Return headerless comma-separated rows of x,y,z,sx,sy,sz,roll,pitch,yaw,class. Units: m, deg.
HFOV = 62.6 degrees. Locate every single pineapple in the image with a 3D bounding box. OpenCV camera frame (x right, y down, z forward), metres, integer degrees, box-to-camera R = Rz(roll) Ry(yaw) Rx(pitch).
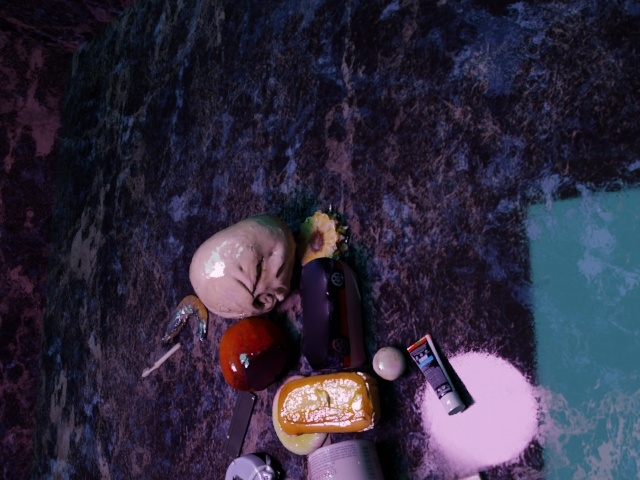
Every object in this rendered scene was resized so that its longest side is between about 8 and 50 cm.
0.000,0.000,1.560,0.221,0.047,0.220,-11,74,42,pineapple

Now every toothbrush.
-0.628,0.473,2.074,0.294,0.026,0.028,-37,44,33,toothbrush

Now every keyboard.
-0.262,0.597,1.715,0.072,0.023,0.230,20,97,36,keyboard

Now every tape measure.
-0.203,0.736,1.577,0.181,0.107,0.181,0,85,36,tape measure

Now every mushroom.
0.174,0.310,1.326,0.067,0.084,0.083,94,154,-57,mushroom

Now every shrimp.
-0.504,0.339,1.960,0.198,0.051,0.261,42,103,39,shrimp

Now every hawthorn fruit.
-0.211,0.331,1.593,0.215,0.215,0.249,-51,54,24,hawthorn fruit

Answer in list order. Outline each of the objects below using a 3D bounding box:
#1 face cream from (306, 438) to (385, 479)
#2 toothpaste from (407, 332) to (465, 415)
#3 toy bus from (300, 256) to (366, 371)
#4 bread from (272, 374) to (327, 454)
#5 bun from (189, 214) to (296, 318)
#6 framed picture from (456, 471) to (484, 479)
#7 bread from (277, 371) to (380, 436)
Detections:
0.066,0.585,1.291,0.177,0.177,0.152,-39,50,32,face cream
0.277,0.315,1.250,0.071,0.045,0.193,-43,49,19,toothpaste
0.032,0.201,1.423,0.128,0.147,0.302,-17,69,40,toy bus
-0.065,0.508,1.538,0.229,0.034,0.228,-10,76,42,bread
-0.218,0.088,1.562,0.362,0.326,0.234,-51,56,31,bun
0.278,0.698,1.191,0.335,0.022,0.247,-38,59,32,framed picture
0.025,0.431,1.390,0.288,0.119,0.152,-15,73,31,bread
